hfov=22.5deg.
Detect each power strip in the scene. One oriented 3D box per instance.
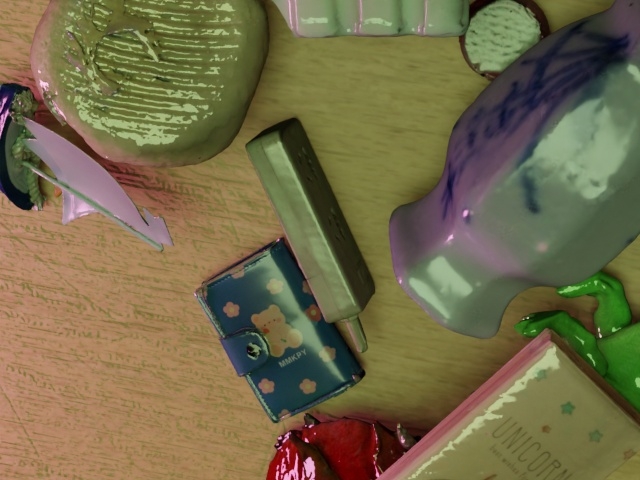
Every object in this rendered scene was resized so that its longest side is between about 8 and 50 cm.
[{"bbox_3d":[0.000,0.000,1.888,0.053,0.093,0.288,-22,101,18],"label":"power strip"}]

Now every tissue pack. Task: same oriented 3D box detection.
[{"bbox_3d":[0.194,0.261,1.797,0.170,0.071,0.325,43,106,-10],"label":"tissue pack"}]

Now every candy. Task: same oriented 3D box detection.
[{"bbox_3d":[0.206,-0.229,1.804,0.103,0.043,0.103,3,107,10],"label":"candy"}]

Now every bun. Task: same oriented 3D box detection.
[{"bbox_3d":[-0.192,-0.215,1.829,0.273,0.168,0.273,0,94,1],"label":"bun"}]

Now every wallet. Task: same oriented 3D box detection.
[{"bbox_3d":[-0.052,0.114,1.950,0.141,0.059,0.202,-28,99,20],"label":"wallet"}]

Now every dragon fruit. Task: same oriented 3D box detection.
[{"bbox_3d":[0.024,0.360,1.962,0.282,0.100,0.343,45,124,12],"label":"dragon fruit"}]

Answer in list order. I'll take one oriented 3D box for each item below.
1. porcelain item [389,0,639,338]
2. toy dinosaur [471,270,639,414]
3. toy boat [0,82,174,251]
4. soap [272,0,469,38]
[{"bbox_3d":[0.259,-0.085,1.734,0.178,0.242,0.405,34,118,-23],"label":"porcelain item"},{"bbox_3d":[0.385,0.217,1.852,0.500,0.144,0.374,-1,111,17],"label":"toy dinosaur"},{"bbox_3d":[-0.292,-0.066,1.878,0.291,0.067,0.220,34,147,20],"label":"toy boat"},{"bbox_3d":[0.023,-0.435,1.660,0.261,0.156,0.446,1,123,9],"label":"soap"}]
